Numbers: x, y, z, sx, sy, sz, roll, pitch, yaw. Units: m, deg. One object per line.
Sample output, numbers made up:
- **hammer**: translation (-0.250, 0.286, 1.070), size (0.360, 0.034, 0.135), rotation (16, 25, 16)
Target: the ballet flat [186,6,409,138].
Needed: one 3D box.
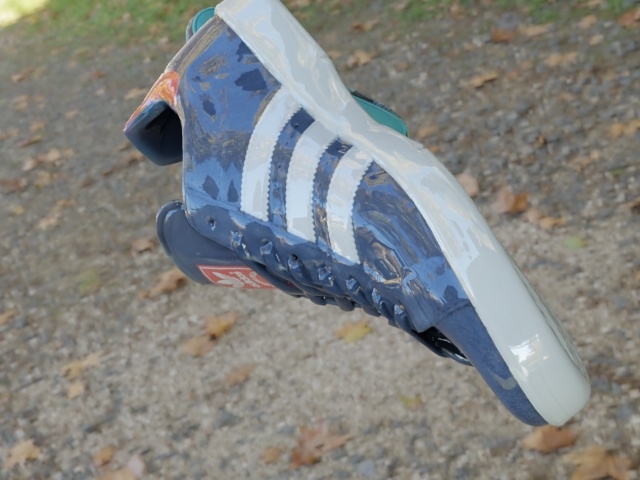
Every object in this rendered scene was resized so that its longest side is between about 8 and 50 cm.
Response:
- **ballet flat**: translation (-0.021, -0.102, 0.805), size (0.070, 0.188, 0.070), rotation (-52, -9, -11)

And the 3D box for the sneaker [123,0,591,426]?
- **sneaker**: translation (0.000, 0.000, 0.608), size (0.148, 0.131, 0.350), rotation (-41, 49, 2)
